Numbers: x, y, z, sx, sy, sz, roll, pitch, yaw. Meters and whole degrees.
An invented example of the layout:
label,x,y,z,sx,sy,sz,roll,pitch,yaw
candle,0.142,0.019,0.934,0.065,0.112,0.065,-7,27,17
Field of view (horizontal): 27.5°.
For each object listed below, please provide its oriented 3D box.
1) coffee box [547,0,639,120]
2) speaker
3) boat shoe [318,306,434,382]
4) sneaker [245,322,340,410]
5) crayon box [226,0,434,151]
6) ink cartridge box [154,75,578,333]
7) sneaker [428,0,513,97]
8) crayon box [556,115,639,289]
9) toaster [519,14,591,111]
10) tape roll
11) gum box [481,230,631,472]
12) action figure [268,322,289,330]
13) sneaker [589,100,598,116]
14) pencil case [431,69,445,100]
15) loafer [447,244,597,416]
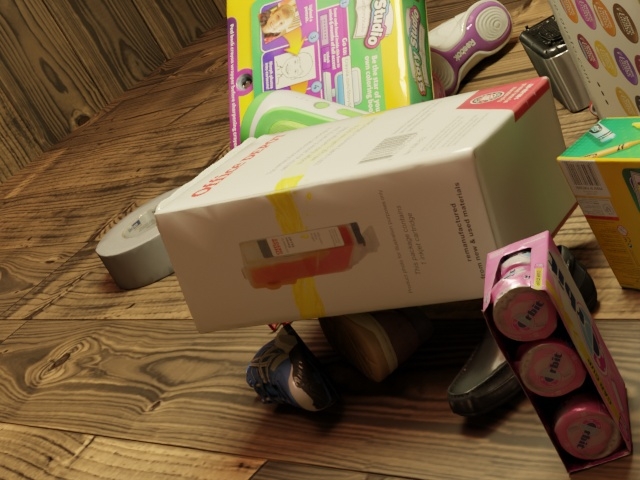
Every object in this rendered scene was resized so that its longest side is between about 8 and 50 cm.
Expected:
label,x,y,z,sx,sy,sz,roll,pitch,yaw
coffee box,0.476,-0.326,1.550,0.338,0.337,0.334,-30,20,-1
speaker,0.033,-0.127,1.861,0.297,0.131,0.131,19,47,31
boat shoe,0.054,0.083,1.526,0.092,0.102,0.285,-21,15,-10
sneaker,-0.036,0.162,1.500,0.081,0.080,0.211,-38,10,-2
crayon box,0.013,-0.260,2.050,0.313,0.106,0.362,-13,68,26
ink cartridge box,0.056,-0.039,1.454,0.385,0.160,0.279,-9,18,29
sneaker,0.198,-0.299,2.261,0.305,0.114,0.152,-35,6,-24
crayon box,0.371,-0.031,1.241,0.081,0.165,0.278,-39,22,-23
toaster,0.397,-0.283,1.894,0.168,0.110,0.185,-29,19,4
tape roll,-0.272,-0.009,2.236,0.219,0.072,0.219,-27,19,10
gum box,0.205,0.092,1.143,0.062,0.188,0.107,-23,20,20
action figure,-0.033,0.076,1.760,0.038,0.030,0.115,-20,20,40
sneaker,0.417,-0.203,1.773,0.118,0.042,0.067,-27,15,31
pencil case,0.068,-0.191,2.126,0.284,0.124,0.124,-19,22,25
loafer,0.196,0.090,1.323,0.223,0.078,0.076,-42,23,-30
